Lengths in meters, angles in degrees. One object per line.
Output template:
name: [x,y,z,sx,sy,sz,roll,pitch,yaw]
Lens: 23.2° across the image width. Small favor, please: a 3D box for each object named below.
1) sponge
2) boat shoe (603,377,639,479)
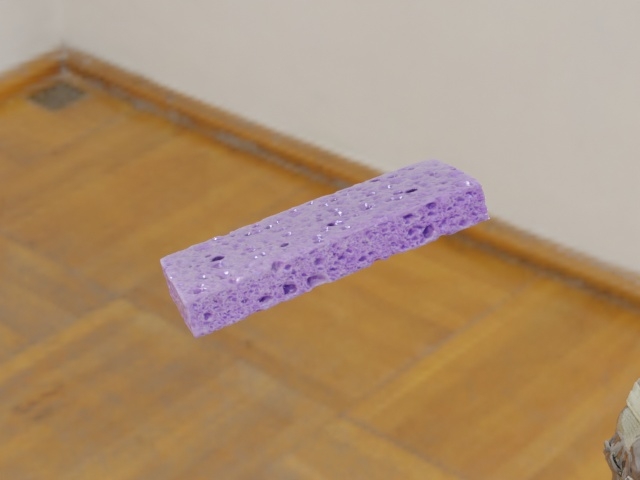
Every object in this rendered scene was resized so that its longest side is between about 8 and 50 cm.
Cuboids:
sponge: [0.000,0.000,1.042,0.210,0.031,0.117,-21,15,-9]
boat shoe: [0.228,0.158,1.016,0.080,0.073,0.223,27,14,-3]
